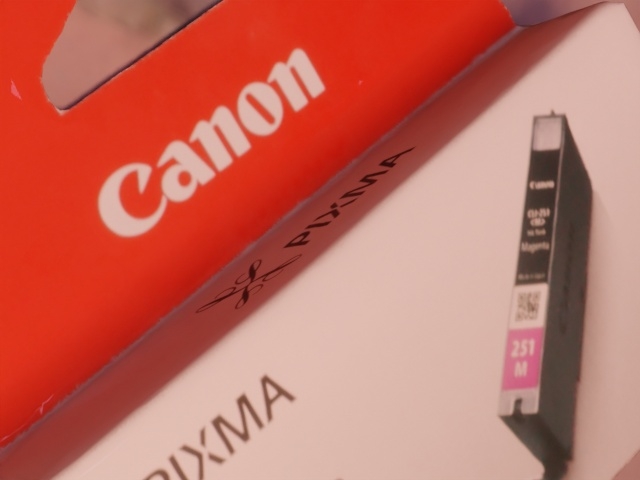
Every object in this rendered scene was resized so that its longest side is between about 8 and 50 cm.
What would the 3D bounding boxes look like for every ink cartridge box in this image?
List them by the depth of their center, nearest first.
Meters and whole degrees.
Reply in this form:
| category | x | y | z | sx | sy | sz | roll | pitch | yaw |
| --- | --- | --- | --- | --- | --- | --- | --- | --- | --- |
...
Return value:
| category | x | y | z | sx | sy | sz | roll | pitch | yaw |
| --- | --- | --- | --- | --- | --- | --- | --- | --- | --- |
| ink cartridge box | 0.000 | 0.000 | 0.566 | 0.275 | 0.060 | 0.239 | -40 | 110 | -31 |
